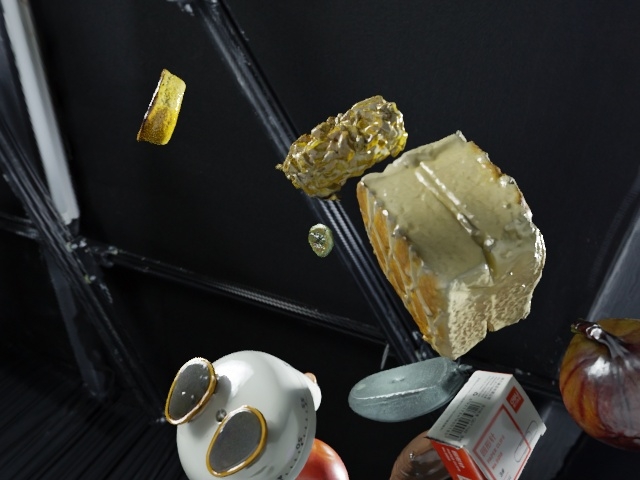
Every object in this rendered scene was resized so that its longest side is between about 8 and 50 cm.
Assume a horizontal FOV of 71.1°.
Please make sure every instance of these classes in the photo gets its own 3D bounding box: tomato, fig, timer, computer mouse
[{"bbox_3d":[-0.043,0.451,0.813,0.195,0.136,0.195,1,-97,-6],"label":"tomato"},{"bbox_3d":[0.537,0.243,0.773,0.235,0.235,0.214,-5,-32,26],"label":"fig"},{"bbox_3d":[-0.112,0.307,0.754,0.233,0.234,0.240,-4,-30,25],"label":"timer"},{"bbox_3d":[0.157,0.263,0.768,0.229,0.113,0.068,-21,-81,25],"label":"computer mouse"}]

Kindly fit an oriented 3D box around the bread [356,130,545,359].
[{"bbox_3d":[0.289,0.019,1.044,0.279,0.371,0.390,-24,-41,-4],"label":"bread"}]

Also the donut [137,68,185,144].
[{"bbox_3d":[-0.318,-0.262,0.904,0.058,0.152,0.152,19,-51,-25],"label":"donut"}]

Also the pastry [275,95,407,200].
[{"bbox_3d":[0.042,-0.165,0.845,0.250,0.154,0.102,-31,-112,6],"label":"pastry"}]

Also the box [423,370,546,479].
[{"bbox_3d":[0.293,0.338,0.784,0.133,0.182,0.099,59,-32,-8],"label":"box"}]

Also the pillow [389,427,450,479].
[{"bbox_3d":[0.337,0.584,1.238,0.305,0.307,0.108,95,-27,-46],"label":"pillow"}]

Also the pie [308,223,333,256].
[{"bbox_3d":[0.000,-0.002,1.091,0.084,0.021,0.084,11,-74,45],"label":"pie"}]
